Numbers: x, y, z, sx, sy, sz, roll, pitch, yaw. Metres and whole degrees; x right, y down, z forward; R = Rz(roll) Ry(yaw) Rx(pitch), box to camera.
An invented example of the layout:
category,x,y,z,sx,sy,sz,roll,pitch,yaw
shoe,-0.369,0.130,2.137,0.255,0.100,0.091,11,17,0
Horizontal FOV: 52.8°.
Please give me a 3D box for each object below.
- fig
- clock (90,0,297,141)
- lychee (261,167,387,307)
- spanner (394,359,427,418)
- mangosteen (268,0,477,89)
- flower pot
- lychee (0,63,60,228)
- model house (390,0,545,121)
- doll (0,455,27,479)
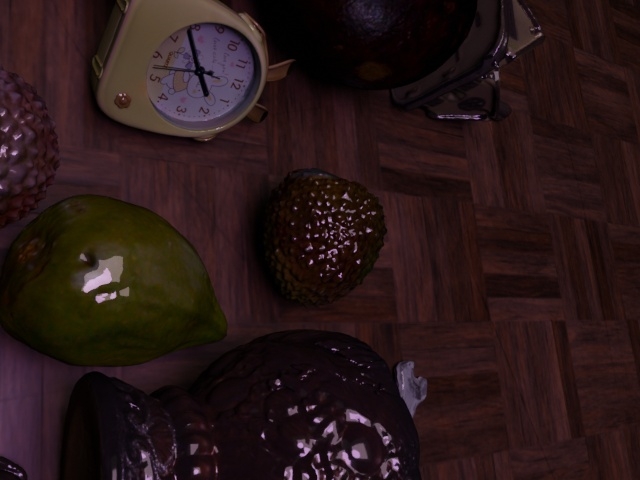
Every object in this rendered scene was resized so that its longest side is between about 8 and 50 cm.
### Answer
category,x,y,z,sx,sy,sz,roll,pitch,yaw
fig,-0.187,0.040,0.630,0.234,0.167,0.167,2,75,-28
clock,-0.136,-0.199,0.754,0.232,0.170,0.069,12,31,-38
lychee,0.000,0.000,0.791,0.171,0.171,0.171,11,70,-33
spanner,0.089,0.291,0.829,0.071,0.017,0.301,40,50,-21
mangosteen,0.096,-0.365,0.841,0.306,0.360,0.306,48,27,-34
flower pot,-0.088,0.216,0.597,0.267,0.267,0.266,3,74,-30
lychee,-0.321,-0.087,0.580,0.165,0.165,0.197,14,35,-32
model house,0.283,-0.291,1.049,0.279,0.218,0.204,14,69,-37
doll,-0.312,0.256,0.549,0.165,0.057,0.138,14,65,-37
